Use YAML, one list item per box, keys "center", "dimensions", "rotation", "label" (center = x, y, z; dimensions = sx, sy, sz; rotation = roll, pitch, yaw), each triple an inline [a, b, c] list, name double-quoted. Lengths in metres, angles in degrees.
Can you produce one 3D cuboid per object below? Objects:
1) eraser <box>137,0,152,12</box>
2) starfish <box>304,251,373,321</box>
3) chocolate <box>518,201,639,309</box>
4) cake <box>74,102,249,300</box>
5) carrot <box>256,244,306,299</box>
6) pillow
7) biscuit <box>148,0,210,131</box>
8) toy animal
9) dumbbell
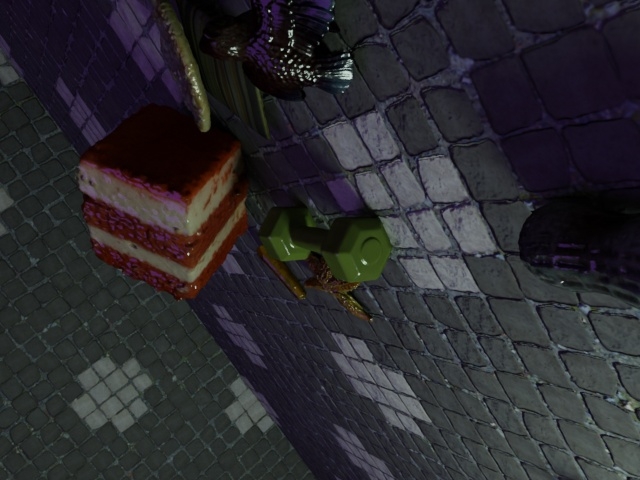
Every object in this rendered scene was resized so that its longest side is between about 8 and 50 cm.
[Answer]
- center: [-0.342, -0.471, 1.105]
  dimensions: [0.083, 0.019, 0.038]
  rotation: [42, 154, 19]
  label: "eraser"
- center: [0.026, 0.085, 1.231]
  dimensions: [0.240, 0.043, 0.227]
  rotation: [45, 157, 6]
  label: "starfish"
- center: [0.298, 0.013, 0.563]
  dimensions: [0.248, 0.110, 0.110]
  rotation: [10, 134, 55]
  label: "chocolate"
- center: [-0.319, -0.089, 1.238]
  dimensions: [0.269, 0.270, 0.319]
  rotation: [23, 139, 9]
  label: "cake"
- center: [-0.096, 0.079, 1.441]
  dimensions: [0.170, 0.042, 0.042]
  rotation: [51, 157, -6]
  label: "carrot"
- center: [-0.165, -0.299, 0.996]
  dimensions: [0.212, 0.052, 0.208]
  rotation: [41, 160, 24]
  label: "pillow"
- center: [-0.248, -0.319, 1.031]
  dimensions: [0.188, 0.040, 0.265]
  rotation: [49, 159, 51]
  label: "biscuit"
- center: [-0.057, -0.241, 0.741]
  dimensions: [0.218, 0.179, 0.116]
  rotation: [126, 128, -65]
  label: "toy animal"
- center: [0.000, 0.000, 1.068]
  dimensions: [0.108, 0.121, 0.302]
  rotation: [31, 169, -33]
  label: "dumbbell"
